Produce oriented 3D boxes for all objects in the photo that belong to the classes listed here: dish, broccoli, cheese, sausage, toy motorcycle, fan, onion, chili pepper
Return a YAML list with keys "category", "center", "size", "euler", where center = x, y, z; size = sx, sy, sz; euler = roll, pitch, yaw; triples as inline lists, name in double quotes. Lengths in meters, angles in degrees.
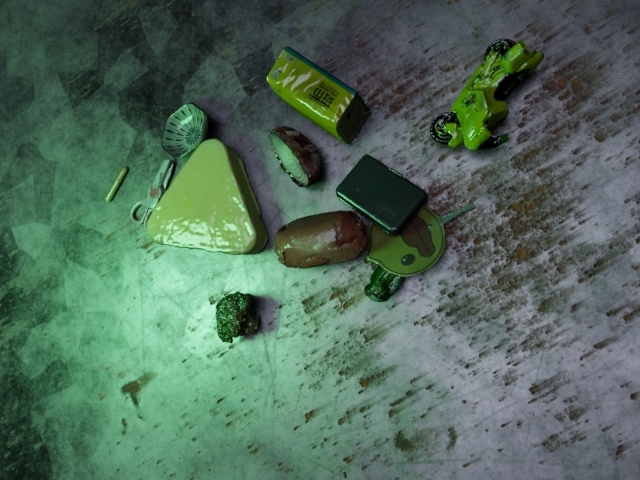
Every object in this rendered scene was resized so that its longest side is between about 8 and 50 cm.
- category: "dish"
  center: [-0.419, -0.342, 1.950]
  size: [0.190, 0.066, 0.191]
  euler: [-11, 69, 30]
- category: "broccoli"
  center: [-0.256, 0.231, 1.822]
  size: [0.138, 0.146, 0.162]
  euler: [35, 76, -14]
- category: "cheese"
  center: [-0.338, -0.138, 1.893]
  size: [0.383, 0.104, 0.384]
  euler: [-2, 84, 18]
- category: "sausage"
  center: [0.000, 0.000, 1.743]
  size: [0.279, 0.152, 0.152]
  euler: [-12, 81, 20]
- category: "toy motorcycle"
  center: [0.459, -0.377, 1.638]
  size: [0.206, 0.142, 0.342]
  euler: [38, 99, 16]
- category: "fan"
  center: [0.276, -0.027, 1.698]
  size: [0.335, 0.011, 0.230]
  euler: [-27, 63, 2]
- category: "onion"
  center: [-0.065, -0.256, 1.823]
  size: [0.098, 0.151, 0.206]
  euler: [-32, 86, -22]
- category: "sausage"
  center: [-0.689, -0.189, 2.055]
  size: [0.024, 0.024, 0.132]
  euler: [33, 96, 18]
- category: "chili pepper"
  center: [0.200, 0.070, 1.716]
  size: [0.098, 0.061, 0.224]
  euler: [20, 72, 22]

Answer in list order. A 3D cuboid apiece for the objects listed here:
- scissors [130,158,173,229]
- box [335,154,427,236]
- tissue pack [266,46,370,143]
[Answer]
- category: "scissors"
  center: [-0.540, -0.154, 1.999]
  size: [0.118, 0.030, 0.242]
  euler: [25, 97, 19]
- category: "box"
  center: [0.170, -0.129, 1.731]
  size: [0.230, 0.050, 0.160]
  euler: [37, 83, 23]
- category: "tissue pack"
  center: [-0.005, -0.415, 1.767]
  size: [0.270, 0.192, 0.134]
  euler: [37, 95, 19]
